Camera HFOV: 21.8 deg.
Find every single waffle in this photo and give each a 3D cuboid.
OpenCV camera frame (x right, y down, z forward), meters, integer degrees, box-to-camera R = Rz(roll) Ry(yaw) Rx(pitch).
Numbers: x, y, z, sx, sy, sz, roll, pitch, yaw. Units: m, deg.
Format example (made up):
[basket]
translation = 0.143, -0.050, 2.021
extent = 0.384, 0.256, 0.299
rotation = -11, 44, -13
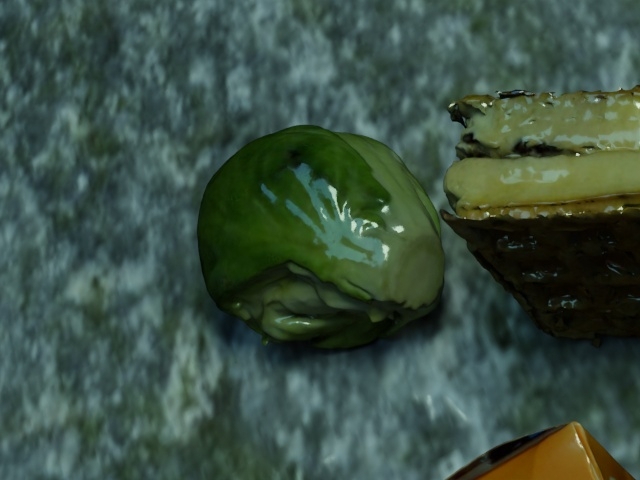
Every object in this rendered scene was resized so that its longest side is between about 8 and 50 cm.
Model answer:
[waffle]
translation = 0.243, -0.012, 0.946
extent = 0.308, 0.213, 0.091
rotation = -2, 66, 28

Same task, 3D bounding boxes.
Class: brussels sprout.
[brussels sprout]
translation = 0.000, -0.008, 1.135
extent = 0.183, 0.131, 0.146
rotation = -9, 65, 31

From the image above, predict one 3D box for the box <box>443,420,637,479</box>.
[box]
translation = 0.167, 0.285, 0.815
extent = 0.143, 0.225, 0.341
rotation = -31, 53, 14
